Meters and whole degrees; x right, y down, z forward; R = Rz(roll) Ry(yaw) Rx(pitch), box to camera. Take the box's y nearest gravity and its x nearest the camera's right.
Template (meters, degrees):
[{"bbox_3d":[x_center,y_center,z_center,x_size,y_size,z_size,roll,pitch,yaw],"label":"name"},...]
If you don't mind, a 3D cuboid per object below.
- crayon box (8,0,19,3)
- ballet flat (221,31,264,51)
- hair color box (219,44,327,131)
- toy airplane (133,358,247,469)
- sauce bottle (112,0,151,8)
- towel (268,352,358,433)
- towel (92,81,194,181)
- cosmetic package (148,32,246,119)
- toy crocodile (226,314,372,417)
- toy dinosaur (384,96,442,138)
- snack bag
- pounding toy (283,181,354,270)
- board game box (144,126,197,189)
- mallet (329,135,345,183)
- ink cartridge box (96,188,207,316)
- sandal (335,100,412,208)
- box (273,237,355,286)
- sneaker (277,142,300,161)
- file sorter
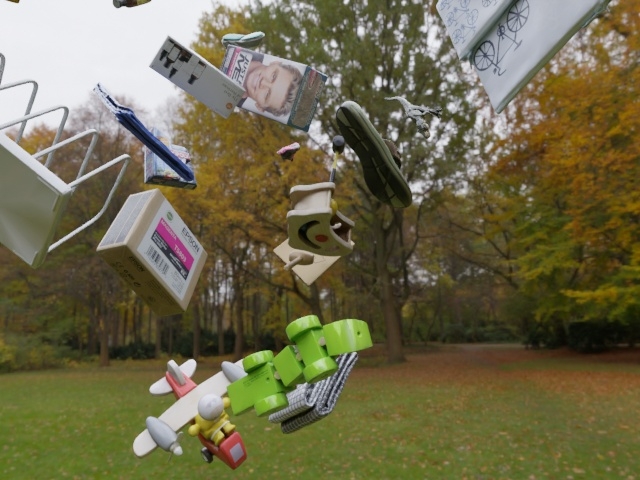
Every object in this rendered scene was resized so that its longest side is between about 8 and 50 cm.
[{"bbox_3d":[-0.823,-0.676,1.183,0.319,0.202,0.081,1,-32,-41],"label":"crayon box"},{"bbox_3d":[-0.264,-0.693,1.803,0.213,0.072,0.068,17,-41,40],"label":"ballet flat"},{"bbox_3d":[-0.160,-0.460,1.530,0.347,0.173,0.105,28,13,35],"label":"hair color box"},{"bbox_3d":[-0.413,0.570,1.774,0.385,0.386,0.272,15,-32,-19],"label":"toy airplane"},{"bbox_3d":[-0.520,-0.667,1.413,0.042,0.042,0.128,-9,27,31],"label":"sauce bottle"},{"bbox_3d":[-0.018,0.450,1.602,0.121,0.283,0.235,39,-44,-6],"label":"towel"},{"bbox_3d":[-0.453,-0.283,1.309,0.243,0.040,0.336,47,-4,-41],"label":"towel"},{"bbox_3d":[-0.326,-0.433,1.364,0.239,0.099,0.060,31,16,-27],"label":"cosmetic package"},{"bbox_3d":[-0.053,0.245,0.986,0.340,0.115,0.105,-39,-29,23],"label":"toy crocodile"},{"bbox_3d":[0.321,-0.421,1.681,0.118,0.268,0.064,-5,-51,-22],"label":"toy dinosaur"},{"bbox_3d":[0.370,-0.468,1.008,0.037,0.342,0.323,-7,-22,-24],"label":"snack bag"},{"bbox_3d":[0.000,0.000,1.173,0.154,0.154,0.269,5,-27,1],"label":"pounding toy"},{"bbox_3d":[-0.509,-0.276,1.710,0.060,0.194,0.194,-29,-18,34],"label":"board game box"},{"bbox_3d":[0.042,-0.221,1.507,0.039,0.189,0.062,10,-25,2],"label":"mallet"},{"bbox_3d":[-0.377,0.029,1.186,0.088,0.193,0.234,-11,-49,21],"label":"ink cartridge box"},{"bbox_3d":[0.147,-0.206,1.228,0.086,0.302,0.120,-41,23,-27],"label":"sandal"},{"bbox_3d":[-0.018,0.026,1.591,0.201,0.164,0.021,-39,-24,-18],"label":"box"},{"bbox_3d":[-0.107,-0.317,1.863,0.047,0.057,0.119,-39,19,-32],"label":"sneaker"},{"bbox_3d":[-0.486,-0.138,0.822,0.193,0.278,0.173,-47,6,36],"label":"file sorter"}]
